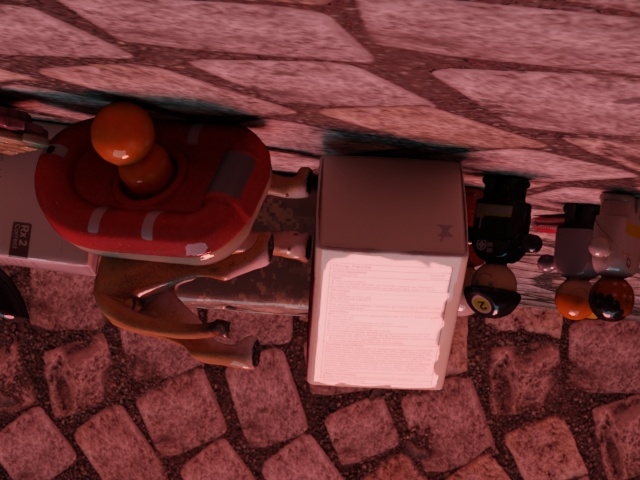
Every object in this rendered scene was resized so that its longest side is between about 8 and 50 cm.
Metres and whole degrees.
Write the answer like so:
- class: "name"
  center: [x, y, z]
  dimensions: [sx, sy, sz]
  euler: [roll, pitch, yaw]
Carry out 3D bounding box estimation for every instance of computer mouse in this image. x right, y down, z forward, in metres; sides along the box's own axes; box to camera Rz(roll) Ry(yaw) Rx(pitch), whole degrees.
- class: "computer mouse"
  center: [-0.470, 0.030, 1.973]
  dimensions: [0.262, 0.060, 0.184]
  euler: [23, 175, -9]

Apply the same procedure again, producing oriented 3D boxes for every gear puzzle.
- class: "gear puzzle"
  center: [-0.435, -0.140, 1.549]
  dimensions: [0.339, 0.044, 0.175]
  euler: [12, 175, -22]

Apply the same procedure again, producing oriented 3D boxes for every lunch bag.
- class: "lunch bag"
  center: [-0.067, 0.009, 2.016]
  dimensions: [0.235, 0.169, 0.287]
  euler: [4, -178, 8]

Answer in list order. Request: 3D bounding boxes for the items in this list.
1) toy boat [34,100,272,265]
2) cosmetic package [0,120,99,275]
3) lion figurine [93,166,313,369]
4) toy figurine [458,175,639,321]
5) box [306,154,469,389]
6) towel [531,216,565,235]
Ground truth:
- class: "toy boat"
  center: [-0.170, -0.072, 1.527]
  dimensions: [0.231, 0.151, 0.151]
  euler: [4, 144, 27]
- class: "cosmetic package"
  center: [-0.328, -0.049, 1.765]
  dimensions: [0.184, 0.151, 0.151]
  euler: [7, 175, -3]
- class: "lion figurine"
  center: [-0.147, 0.006, 1.658]
  dimensions: [0.240, 0.142, 0.392]
  euler: [4, -160, 12]
- class: "toy figurine"
  center: [0.237, 0.021, 1.755]
  dimensions: [0.209, 0.148, 0.213]
  euler: [8, 175, -11]
- class: "box"
  center: [0.064, 0.036, 1.657]
  dimensions: [0.149, 0.127, 0.232]
  euler: [3, 140, -2]
- class: "towel"
  center: [0.422, 0.002, 1.970]
  dimensions: [0.275, 0.031, 0.199]
  euler: [12, 176, -26]
